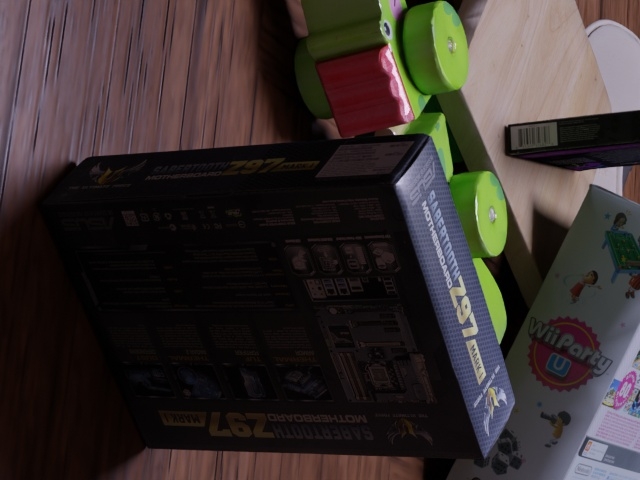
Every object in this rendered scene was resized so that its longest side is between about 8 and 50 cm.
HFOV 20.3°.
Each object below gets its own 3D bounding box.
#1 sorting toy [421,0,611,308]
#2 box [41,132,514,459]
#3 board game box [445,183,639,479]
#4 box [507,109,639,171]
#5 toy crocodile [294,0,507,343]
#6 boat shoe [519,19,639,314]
[{"bbox_3d":[0.148,-0.117,1.507,0.255,0.089,0.257,63,36,-37],"label":"sorting toy"},{"bbox_3d":[-0.024,0.036,1.013,0.059,0.233,0.183,-52,131,-47],"label":"box"},{"bbox_3d":[0.234,0.128,1.502,0.303,0.097,0.224,-64,151,1],"label":"board game box"},{"bbox_3d":[0.235,-0.080,1.445,0.162,0.116,0.029,8,78,-62],"label":"box"},{"bbox_3d":[0.055,-0.065,1.291,0.105,0.115,0.340,-56,134,-56],"label":"toy crocodile"},{"bbox_3d":[0.242,-0.069,1.698,0.112,0.095,0.335,27,52,-17],"label":"boat shoe"}]
